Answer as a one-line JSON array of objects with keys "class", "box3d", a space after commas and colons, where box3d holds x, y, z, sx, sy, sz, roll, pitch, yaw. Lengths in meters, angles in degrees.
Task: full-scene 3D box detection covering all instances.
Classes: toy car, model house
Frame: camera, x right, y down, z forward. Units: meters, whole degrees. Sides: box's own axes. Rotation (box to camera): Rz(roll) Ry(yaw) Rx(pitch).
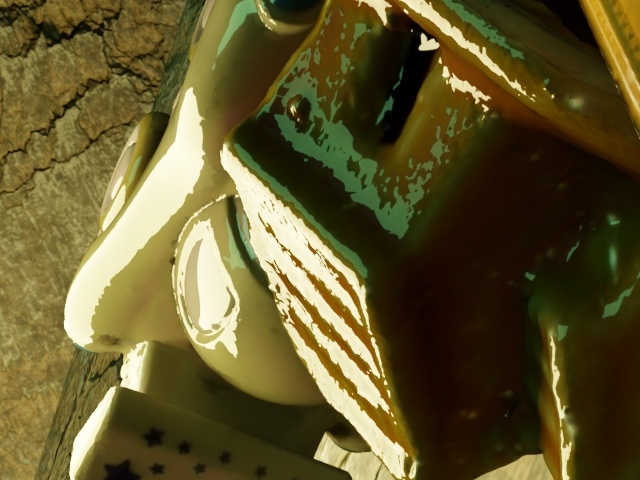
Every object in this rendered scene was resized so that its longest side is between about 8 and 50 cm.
[{"class": "toy car", "box3d": [0.000, 0.000, 0.889, 0.336, 0.242, 0.226, -52, 20, 45]}, {"class": "model house", "box3d": [0.076, 0.010, 0.686, 0.268, 0.173, 0.239, 46, 118, 39]}]

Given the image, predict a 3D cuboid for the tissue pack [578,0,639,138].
[{"class": "tissue pack", "box3d": [0.193, -0.109, 0.517, 0.145, 0.194, 0.274, -54, 21, 27]}]
